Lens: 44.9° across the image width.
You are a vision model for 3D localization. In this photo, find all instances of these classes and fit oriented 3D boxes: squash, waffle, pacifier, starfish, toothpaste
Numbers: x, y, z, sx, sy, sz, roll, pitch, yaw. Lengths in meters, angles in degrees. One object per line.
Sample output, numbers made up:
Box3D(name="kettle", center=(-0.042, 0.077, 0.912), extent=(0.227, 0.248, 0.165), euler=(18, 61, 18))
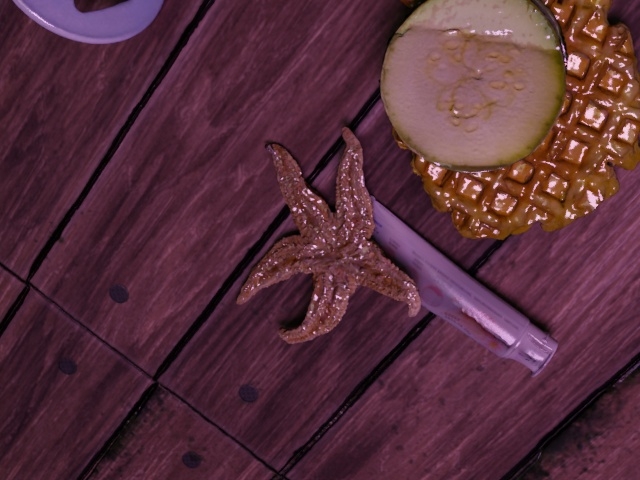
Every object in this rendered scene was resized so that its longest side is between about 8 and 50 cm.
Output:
Box3D(name="squash", center=(0.167, -0.187, 0.866), extent=(0.220, 0.133, 0.220), euler=(2, 98, 13))
Box3D(name="waffle", center=(0.239, -0.159, 0.956), extent=(0.302, 0.068, 0.324), euler=(-19, 102, 17))
Box3D(name="pacifier", center=(-0.315, -0.375, 0.949), extent=(0.233, 0.244, 0.299), euler=(-11, 104, 47))
Box3D(name="starfish", center=(0.002, -0.001, 1.056), extent=(0.299, 0.060, 0.302), euler=(2, 102, 32))
Box3D(name="toothpaste", center=(0.168, 0.066, 1.049), extent=(0.323, 0.066, 0.100), euler=(36, 115, 7))

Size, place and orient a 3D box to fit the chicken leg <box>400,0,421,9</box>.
Box3D(name="chicken leg", center=(0.144, -0.336, 0.905), extent=(0.208, 0.085, 0.101), euler=(-7, 73, 7))
